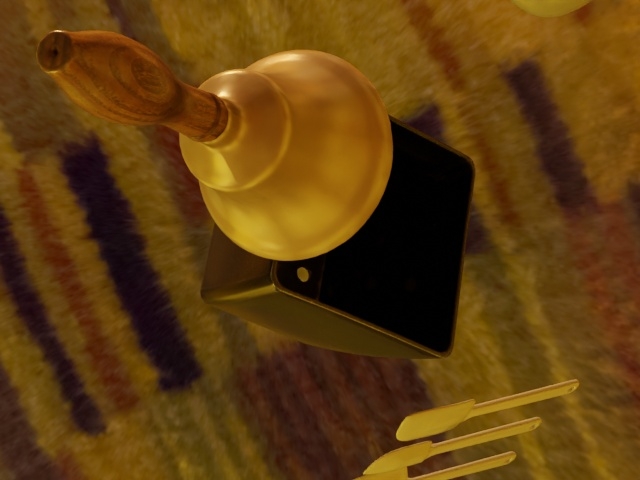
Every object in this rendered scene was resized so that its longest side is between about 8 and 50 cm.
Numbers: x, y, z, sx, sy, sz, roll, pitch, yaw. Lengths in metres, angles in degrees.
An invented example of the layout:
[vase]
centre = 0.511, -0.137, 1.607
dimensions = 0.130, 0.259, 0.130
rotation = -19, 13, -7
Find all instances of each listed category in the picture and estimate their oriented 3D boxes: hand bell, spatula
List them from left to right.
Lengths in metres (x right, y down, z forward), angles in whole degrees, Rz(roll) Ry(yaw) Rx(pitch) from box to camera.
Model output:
[hand bell]
centre = -0.063, -0.066, 0.679
dimensions = 0.126, 0.242, 0.126
rotation = -3, 81, 23
[spatula]
centre = 0.130, 0.192, 1.275
dimensions = 0.019, 0.242, 0.168
rotation = 55, 133, 29

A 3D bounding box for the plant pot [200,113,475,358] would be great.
[plant pot]
centre = 0.000, 0.000, 1.154
dimensions = 0.188, 0.167, 0.187
rotation = 25, 63, -32

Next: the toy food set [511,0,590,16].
[toy food set]
centre = 0.049, -0.114, 0.298
dimensions = 0.306, 0.220, 0.092
rotation = 12, 92, -42
